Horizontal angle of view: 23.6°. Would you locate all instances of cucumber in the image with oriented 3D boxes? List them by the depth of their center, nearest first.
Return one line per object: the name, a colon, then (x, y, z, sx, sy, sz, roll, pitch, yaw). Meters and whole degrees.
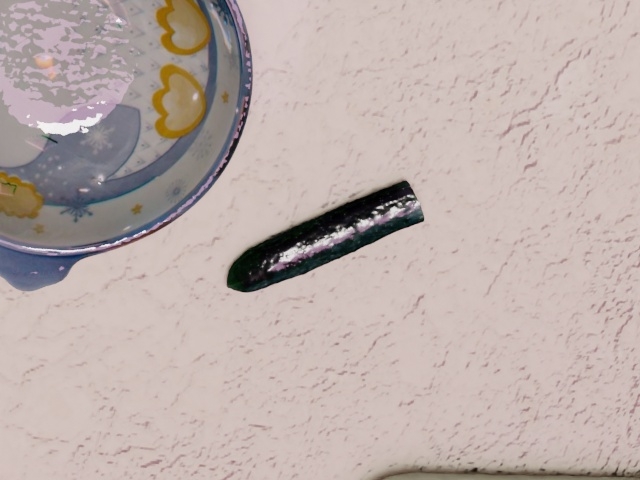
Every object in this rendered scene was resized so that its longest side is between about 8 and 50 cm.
cucumber: (0.000, 0.000, 0.976, 0.133, 0.032, 0.032, -23, 116, -2)

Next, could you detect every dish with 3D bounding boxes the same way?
dish: (-0.155, -0.107, 0.863, 0.228, 0.086, 0.236, 33, 102, -22)

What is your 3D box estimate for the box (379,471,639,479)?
box: (0.173, 0.346, 1.135, 0.367, 0.090, 0.373, 5, 112, -14)
